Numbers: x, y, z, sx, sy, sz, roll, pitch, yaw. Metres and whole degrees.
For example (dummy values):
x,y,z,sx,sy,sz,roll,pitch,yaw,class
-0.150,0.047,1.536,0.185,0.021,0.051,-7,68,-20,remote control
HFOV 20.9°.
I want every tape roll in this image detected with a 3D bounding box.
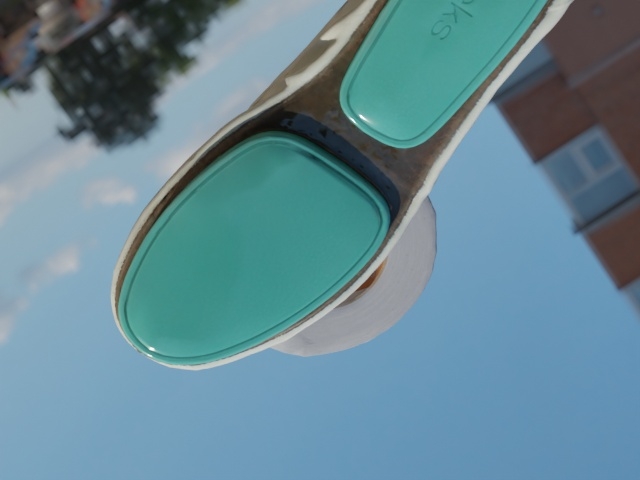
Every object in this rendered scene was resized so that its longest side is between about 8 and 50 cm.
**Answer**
x,y,z,sx,sy,sz,roll,pitch,yaw,class
0.000,0.000,1.668,0.219,0.219,0.072,-35,-147,0,tape roll

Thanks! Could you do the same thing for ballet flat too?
x,y,z,sx,sy,sz,roll,pitch,yaw,class
0.019,-0.075,1.096,0.400,0.139,0.139,-48,-175,23,ballet flat
